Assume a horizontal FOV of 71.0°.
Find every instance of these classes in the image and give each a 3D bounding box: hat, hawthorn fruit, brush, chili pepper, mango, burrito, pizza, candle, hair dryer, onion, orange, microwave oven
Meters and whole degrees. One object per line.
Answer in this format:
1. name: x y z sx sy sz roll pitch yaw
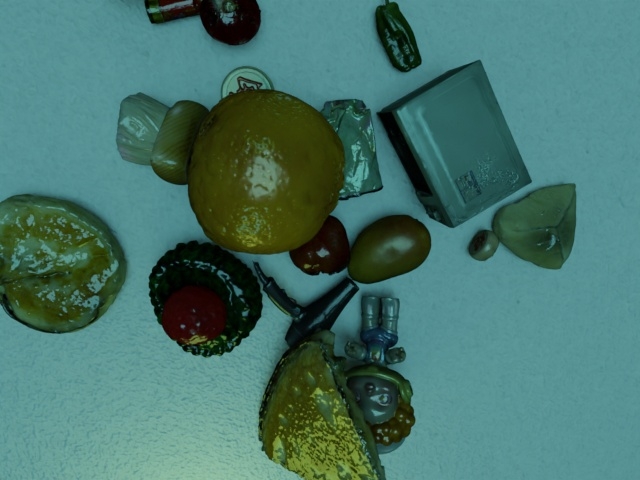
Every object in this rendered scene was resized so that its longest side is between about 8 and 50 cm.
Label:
1. hat: -0.262 0.151 0.973 0.274 0.332 0.242 35 95 -11
2. hawthorn fruit: 0.000 0.000 1.071 0.148 0.148 0.171 5 87 -8
3. brush: -0.329 -0.204 0.917 0.166 0.266 0.174 12 111 -11
4. chili pepper: 0.164 -0.481 1.014 0.072 0.073 0.203 -24 104 13
5. mango: 0.163 0.021 1.104 0.221 0.120 0.151 -21 104 5
6. burrito: 0.066 -0.214 1.055 0.144 0.089 0.228 -14 106 -18
7. pizza: -0.013 0.394 1.067 0.080 0.435 0.391 -12 101 -47
8. candle: -0.305 -0.501 0.959 0.131 0.052 0.051 -14 105 -5
9. hair dryer: -0.056 0.130 1.102 0.235 0.091 0.272 -46 113 4
10. onion: -0.188 -0.477 0.946 0.131 0.131 0.131 -2 103 -7
11. orange: -0.100 -0.130 0.915 0.294 0.340 0.340 16 101 3
12. microwave oven: 0.298 -0.216 1.033 0.238 0.181 0.295 -31 105 -1

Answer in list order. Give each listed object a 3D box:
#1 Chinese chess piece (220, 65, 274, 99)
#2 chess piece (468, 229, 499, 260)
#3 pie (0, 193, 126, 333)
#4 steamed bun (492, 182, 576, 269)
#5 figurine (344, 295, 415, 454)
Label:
1. Chinese chess piece: -0.164 -0.330 1.016 0.122 0.051 0.121 -2 104 -7
2. chess piece: 0.419 0.013 1.151 0.038 0.083 0.083 28 98 -12
3. pie: -0.627 0.057 1.040 0.340 0.077 0.338 -1 100 -5
4. steamed bun: 0.560 -0.025 1.149 0.213 0.110 0.231 -4 101 -5
5. figurine: 0.158 0.336 1.151 0.225 0.205 0.381 19 87 13
